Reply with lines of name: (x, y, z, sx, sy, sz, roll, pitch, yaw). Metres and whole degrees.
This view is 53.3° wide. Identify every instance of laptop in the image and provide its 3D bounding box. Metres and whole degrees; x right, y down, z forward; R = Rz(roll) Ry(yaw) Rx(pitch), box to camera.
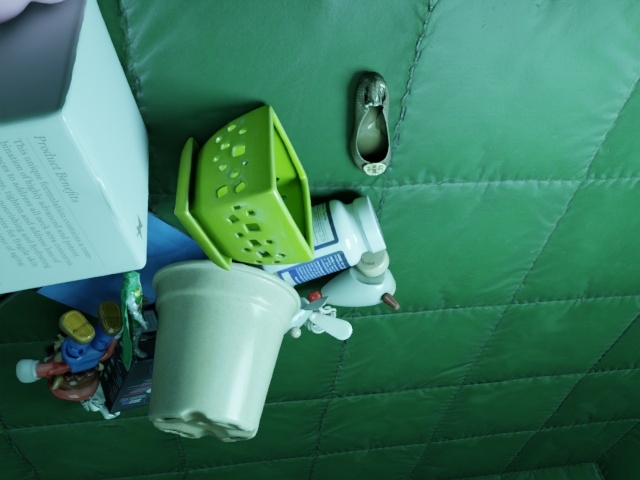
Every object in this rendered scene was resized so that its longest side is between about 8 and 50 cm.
laptop: (-0.480, 0.117, 1.366, 0.381, 0.408, 0.236, -32, 103, 22)

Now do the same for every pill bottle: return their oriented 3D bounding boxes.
pill bottle: (0.000, 0.000, 1.400, 0.264, 0.153, 0.153, -18, 140, 8)

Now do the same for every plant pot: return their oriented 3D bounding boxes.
plant pot: (-0.147, -0.084, 1.216, 0.207, 0.227, 0.228, -13, 141, 11)
plant pot: (-0.224, 0.252, 1.361, 0.333, 0.306, 0.334, 5, 152, 3)

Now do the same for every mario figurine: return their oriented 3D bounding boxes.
mario figurine: (-0.567, 0.239, 1.459, 0.198, 0.170, 0.320, 20, 133, -21)

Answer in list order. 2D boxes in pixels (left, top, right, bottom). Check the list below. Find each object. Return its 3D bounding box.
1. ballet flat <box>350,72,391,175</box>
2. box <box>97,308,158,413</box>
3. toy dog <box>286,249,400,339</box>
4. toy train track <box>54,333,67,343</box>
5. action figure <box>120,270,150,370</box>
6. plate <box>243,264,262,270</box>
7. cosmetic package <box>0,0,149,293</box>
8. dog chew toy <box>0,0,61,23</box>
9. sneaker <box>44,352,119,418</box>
ballet flat: (0.103, -0.211, 1.248, 0.084, 0.058, 0.250, -8, 141, -4)
box: (-0.451, 0.306, 1.634, 0.165, 0.143, 0.270, -4, 143, -37)
toy dog: (0.063, 0.161, 1.566, 0.333, 0.161, 0.220, -42, 138, 16)
toy train track: (-0.644, 0.245, 1.643, 0.083, 0.014, 0.048, -22, 133, 4)
action figure: (-0.391, 0.150, 1.340, 0.063, 0.137, 0.232, -1, 133, -11)
plate: (-0.198, 0.146, 1.579, 0.277, 0.045, 0.277, -3, 149, -13)
cosmetic package: (-0.500, -0.139, 0.972, 0.393, 0.328, 0.329, -10, 141, -2)
dog chew toy: (-0.467, -0.368, 0.820, 0.331, 0.207, 0.207, -10, 142, -16)
sneaker: (-0.634, 0.392, 1.741, 0.110, 0.118, 0.292, -22, 138, 14)
